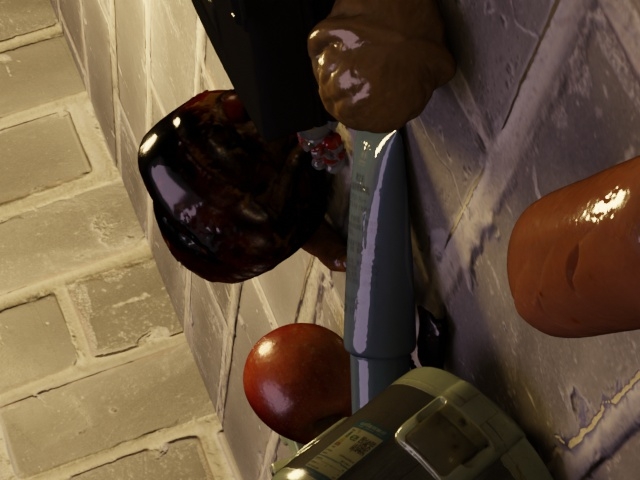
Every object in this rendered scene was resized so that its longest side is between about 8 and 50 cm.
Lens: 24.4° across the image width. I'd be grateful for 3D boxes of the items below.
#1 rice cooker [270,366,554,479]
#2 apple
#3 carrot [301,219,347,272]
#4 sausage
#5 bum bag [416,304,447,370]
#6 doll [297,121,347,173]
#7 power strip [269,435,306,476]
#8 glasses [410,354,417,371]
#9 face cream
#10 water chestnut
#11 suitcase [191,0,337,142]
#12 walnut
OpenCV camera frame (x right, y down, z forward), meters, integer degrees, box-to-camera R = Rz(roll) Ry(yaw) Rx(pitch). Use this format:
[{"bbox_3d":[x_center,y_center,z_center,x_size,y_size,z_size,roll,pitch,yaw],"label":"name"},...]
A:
[{"bbox_3d":[0.107,0.297,1.606,0.288,0.277,0.288,44,157,24],"label":"rice cooker"},{"bbox_3d":[-0.024,0.216,2.212,0.181,0.181,0.168,90,156,-53],"label":"apple"},{"bbox_3d":[0.000,0.000,2.085,0.248,0.059,0.059,42,148,58],"label":"carrot"},{"bbox_3d":[0.224,0.006,1.086,0.304,0.121,0.121,151,99,-75],"label":"sausage"},{"bbox_3d":[0.133,0.125,1.773,0.124,0.034,0.058,86,160,-47],"label":"bum bag"},{"bbox_3d":[-0.006,-0.157,1.870,0.094,0.079,0.180,21,142,35],"label":"doll"},{"bbox_3d":[-0.045,0.299,2.495,0.229,0.141,0.261,120,132,-73],"label":"power strip"},{"bbox_3d":[0.095,0.228,1.947,0.162,0.095,0.255,116,136,-82],"label":"glasses"},{"bbox_3d":[0.070,0.030,1.743,0.135,0.086,0.385,-151,59,-70],"label":"face cream"},{"bbox_3d":[-0.110,-0.085,2.035,0.289,0.244,0.289,-4,-90,-79],"label":"water chestnut"},{"bbox_3d":[-0.065,-0.313,1.629,0.339,0.188,0.345,85,161,-51],"label":"suitcase"},{"bbox_3d":[0.060,-0.180,1.444,0.166,0.149,0.166,-165,90,-76],"label":"walnut"}]
